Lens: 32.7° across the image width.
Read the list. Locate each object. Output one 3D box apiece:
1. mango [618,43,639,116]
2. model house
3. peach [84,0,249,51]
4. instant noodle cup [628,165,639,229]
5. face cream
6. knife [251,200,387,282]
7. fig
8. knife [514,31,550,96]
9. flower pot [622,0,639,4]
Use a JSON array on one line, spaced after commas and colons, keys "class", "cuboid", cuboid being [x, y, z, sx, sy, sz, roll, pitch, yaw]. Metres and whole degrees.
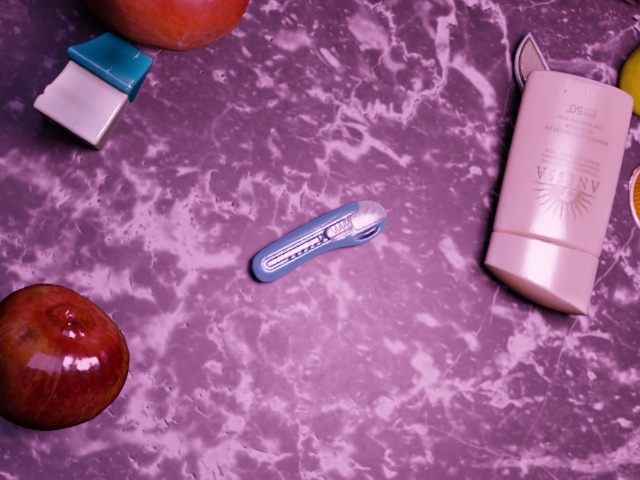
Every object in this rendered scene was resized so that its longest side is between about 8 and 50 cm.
[{"class": "mango", "cuboid": [0.550, -0.268, 1.754, 0.117, 0.089, 0.163, 44, 71, -4]}, {"class": "model house", "cuboid": [-0.304, -0.209, 1.474, 0.100, 0.127, 0.149, 34, 86, -7]}, {"class": "peach", "cuboid": [-0.216, -0.374, 1.475, 0.252, 0.252, 0.253, 3, 78, -15]}, {"class": "instant noodle cup", "cuboid": [0.594, -0.079, 1.678, 0.168, 0.185, 0.168, 3, 78, -15]}, {"class": "face cream", "cuboid": [0.358, -0.073, 1.646, 0.173, 0.081, 0.349, 15, 82, -4]}, {"class": "knife", "cuboid": [0.000, 0.000, 1.577, 0.222, 0.031, 0.064, -26, 90, -18]}, {"class": "fig", "cuboid": [-0.348, 0.158, 1.377, 0.205, 0.205, 0.205, 3, 78, -15]}, {"class": "knife", "cuboid": [0.367, -0.162, 1.712, 0.061, 0.027, 0.343, -17, 85, -2]}, {"class": "flower pot", "cuboid": [0.509, -0.459, 1.733, 0.235, 0.235, 0.141, 25, 95, -9]}]
